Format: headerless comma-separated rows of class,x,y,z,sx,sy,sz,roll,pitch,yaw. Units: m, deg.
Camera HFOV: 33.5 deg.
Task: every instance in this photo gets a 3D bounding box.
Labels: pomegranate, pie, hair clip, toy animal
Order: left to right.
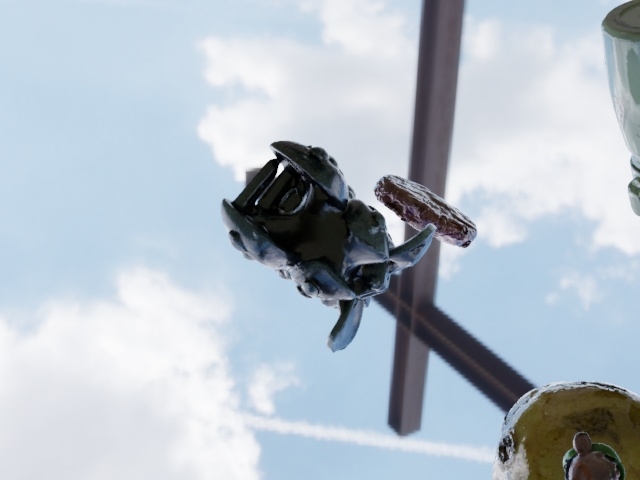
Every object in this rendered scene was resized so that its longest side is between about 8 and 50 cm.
hair clip,0.005,0.004,1.287,0.206,0.194,0.310,38,-179,11
pie,0.166,-0.049,1.658,0.182,0.050,0.182,29,-168,-7
toy animal,0.278,0.306,1.181,0.103,0.100,0.208,-15,-150,29
pomegranate,0.363,0.312,1.474,0.260,0.261,0.260,0,-147,0

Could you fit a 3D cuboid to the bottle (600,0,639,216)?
bottle,0.572,-0.198,1.662,0.229,0.352,0.229,-13,-154,7
